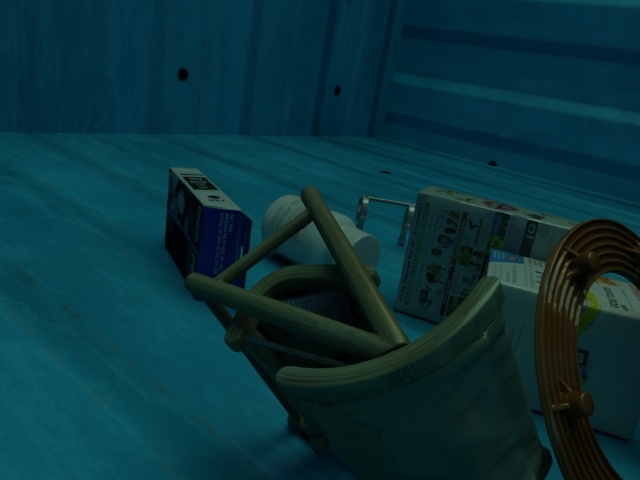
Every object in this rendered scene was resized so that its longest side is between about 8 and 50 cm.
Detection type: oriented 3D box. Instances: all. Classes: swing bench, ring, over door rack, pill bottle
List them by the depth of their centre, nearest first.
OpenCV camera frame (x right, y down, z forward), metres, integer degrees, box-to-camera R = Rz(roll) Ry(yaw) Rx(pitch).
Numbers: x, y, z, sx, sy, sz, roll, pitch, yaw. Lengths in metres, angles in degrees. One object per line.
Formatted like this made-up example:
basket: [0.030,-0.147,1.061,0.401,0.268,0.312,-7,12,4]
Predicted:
swing bench: [0.045,0.121,0.516,0.165,0.253,0.254,-39,37,-14]
ring: [0.329,0.139,0.585,0.336,0.337,0.032,-5,-10,-39]
pill bottle: [0.000,0.000,1.129,0.131,0.131,0.229,-8,25,-44]
over door rack: [0.211,-0.045,1.457,0.239,0.108,0.324,10,3,2]

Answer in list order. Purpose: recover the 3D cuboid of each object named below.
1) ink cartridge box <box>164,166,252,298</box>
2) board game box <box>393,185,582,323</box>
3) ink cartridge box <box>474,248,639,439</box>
ink cartridge box: [-0.209,-0.013,1.005,0.065,0.166,0.332,0,19,-28]
board game box: [0.297,0.051,0.971,0.303,0.224,0.097,17,20,21]
ink cartridge box: [0.336,0.135,0.817,0.232,0.168,0.171,15,18,15]
